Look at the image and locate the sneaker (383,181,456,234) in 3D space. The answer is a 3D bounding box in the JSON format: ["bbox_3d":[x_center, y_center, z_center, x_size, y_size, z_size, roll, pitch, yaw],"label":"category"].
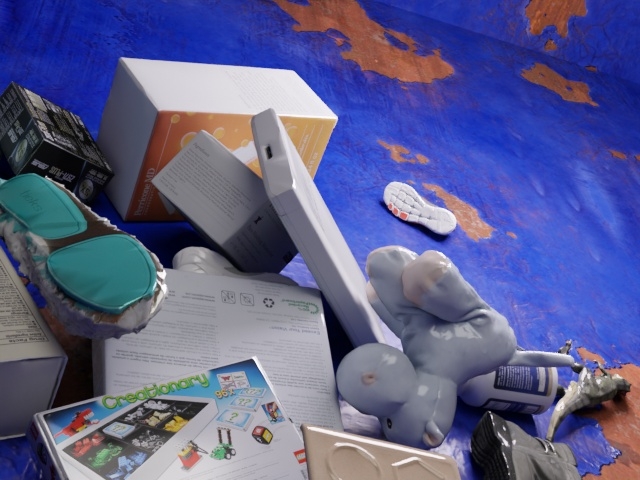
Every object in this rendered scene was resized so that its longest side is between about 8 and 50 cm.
[{"bbox_3d":[0.189,-0.054,2.241,0.158,0.061,0.065,34,4,19],"label":"sneaker"}]

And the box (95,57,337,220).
[{"bbox_3d":[-0.180,-0.165,1.991,0.345,0.215,0.168,-2,37,-35],"label":"box"}]

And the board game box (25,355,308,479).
[{"bbox_3d":[-0.165,0.256,1.390,0.305,0.053,0.193,-11,58,-36],"label":"board game box"}]

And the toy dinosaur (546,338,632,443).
[{"bbox_3d":[0.403,0.231,1.891,0.268,0.064,0.118,-18,54,-45],"label":"toy dinosaur"}]

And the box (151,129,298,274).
[{"bbox_3d":[-0.136,-0.046,1.836,0.182,0.119,0.181,40,-7,30],"label":"box"}]

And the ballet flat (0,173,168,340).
[{"bbox_3d":[-0.299,0.041,1.489,0.147,0.147,0.409,1,24,-34],"label":"ballet flat"}]

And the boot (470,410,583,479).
[{"bbox_3d":[0.300,0.339,1.622,0.161,0.083,0.246,22,30,-11],"label":"boot"}]

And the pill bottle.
[{"bbox_3d":[0.265,0.208,1.794,0.169,0.094,0.094,11,31,-21],"label":"pill bottle"}]

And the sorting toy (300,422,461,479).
[{"bbox_3d":[0.074,0.287,1.259,0.193,0.038,0.208,16,30,-20],"label":"sorting toy"}]

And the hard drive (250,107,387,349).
[{"bbox_3d":[0.000,0.000,1.765,0.047,0.353,0.233,-25,35,6],"label":"hard drive"}]

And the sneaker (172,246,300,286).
[{"bbox_3d":[-0.117,0.101,1.746,0.232,0.090,0.115,18,49,-12],"label":"sneaker"}]

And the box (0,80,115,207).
[{"bbox_3d":[-0.431,-0.152,1.888,0.147,0.077,0.180,28,18,-46],"label":"box"}]

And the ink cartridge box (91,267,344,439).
[{"bbox_3d":[-0.136,0.187,1.558,0.324,0.071,0.330,9,48,-22],"label":"ink cartridge box"}]

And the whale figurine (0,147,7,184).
[{"bbox_3d":[-0.540,-0.112,1.735,0.216,0.141,0.272,18,27,-7],"label":"whale figurine"}]

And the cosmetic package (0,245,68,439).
[{"bbox_3d":[-0.447,0.102,1.454,0.153,0.129,0.296,-1,36,-38],"label":"cosmetic package"}]

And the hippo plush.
[{"bbox_3d":[0.135,0.174,1.647,0.294,0.237,0.234,39,-17,-16],"label":"hippo plush"}]
